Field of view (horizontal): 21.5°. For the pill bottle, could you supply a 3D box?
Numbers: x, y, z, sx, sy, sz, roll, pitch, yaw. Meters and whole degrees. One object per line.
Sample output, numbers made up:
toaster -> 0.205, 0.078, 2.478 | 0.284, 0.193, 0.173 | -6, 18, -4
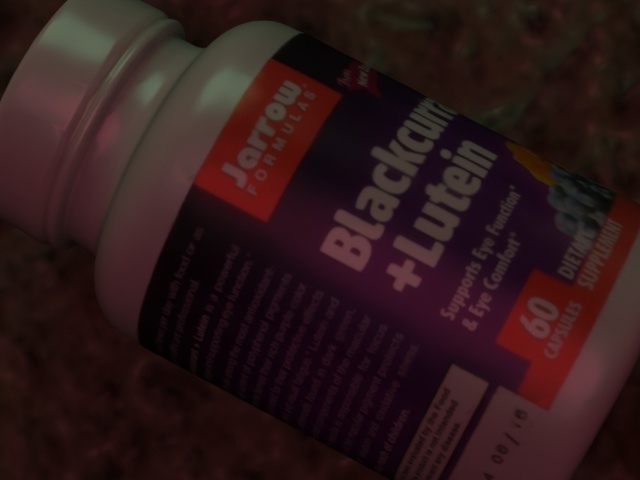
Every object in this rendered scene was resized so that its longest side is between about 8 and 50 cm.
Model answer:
pill bottle -> 0.000, 0.000, 0.509 | 0.193, 0.108, 0.108 | 27, 89, 6
